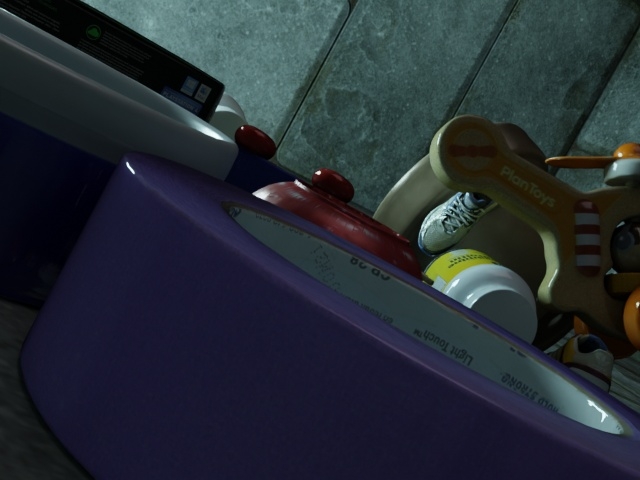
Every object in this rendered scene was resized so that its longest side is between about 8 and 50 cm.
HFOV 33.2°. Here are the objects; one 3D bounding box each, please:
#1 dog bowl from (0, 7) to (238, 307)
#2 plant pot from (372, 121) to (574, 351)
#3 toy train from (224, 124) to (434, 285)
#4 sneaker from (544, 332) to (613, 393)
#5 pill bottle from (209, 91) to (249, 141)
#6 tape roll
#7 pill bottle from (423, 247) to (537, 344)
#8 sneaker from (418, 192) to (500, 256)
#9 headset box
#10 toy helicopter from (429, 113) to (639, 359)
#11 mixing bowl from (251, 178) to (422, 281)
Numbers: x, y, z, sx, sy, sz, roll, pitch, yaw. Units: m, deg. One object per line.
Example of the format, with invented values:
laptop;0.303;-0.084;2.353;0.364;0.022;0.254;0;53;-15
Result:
dog bowl;-0.181;-0.066;0.561;0.265;0.104;0.265;28;5;-3
plant pot;0.225;0.021;1.347;0.229;0.263;0.263;51;15;26
toy train;0.000;0.000;1.018;0.248;0.105;0.143;30;-8;15
sneaker;0.281;0.139;1.167;0.069;0.084;0.185;29;6;-3
pill bottle;-0.167;-0.145;1.359;0.121;0.121;0.216;26;6;-33
tape roll;0.022;0.066;0.443;0.274;0.090;0.275;29;4;-2
pill bottle;0.170;0.070;1.143;0.103;0.103;0.184;28;5;-9
sneaker;0.164;-0.037;1.221;0.052;0.135;0.058;46;-7;10
headset box;-0.271;-0.184;1.108;0.246;0.131;0.283;27;5;-30
toy helicopter;0.283;-0.037;1.172;0.355;0.235;0.140;32;-13;-9
mixing bowl;-0.001;0.023;0.705;0.181;0.098;0.181;29;6;-3
